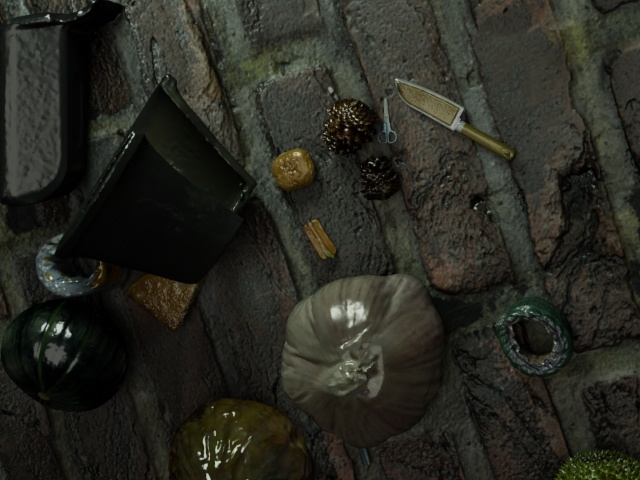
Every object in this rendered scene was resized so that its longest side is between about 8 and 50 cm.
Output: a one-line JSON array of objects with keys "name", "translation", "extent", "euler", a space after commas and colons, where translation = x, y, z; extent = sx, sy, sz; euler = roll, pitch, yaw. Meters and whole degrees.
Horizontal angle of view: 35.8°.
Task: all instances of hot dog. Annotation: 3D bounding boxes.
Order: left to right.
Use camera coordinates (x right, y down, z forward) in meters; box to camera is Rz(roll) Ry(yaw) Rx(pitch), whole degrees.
[{"name": "hot dog", "translation": [0.000, 0.000, 1.843], "extent": [0.037, 0.021, 0.083], "euler": [-29, 88, -4]}]

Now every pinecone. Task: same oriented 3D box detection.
[{"name": "pinecone", "translation": [0.046, -0.202, 1.764], "extent": [0.102, 0.102, 0.109], "euler": [49, 117, 3]}, {"name": "pinecone", "translation": [0.104, -0.112, 1.774], "extent": [0.077, 0.077, 0.083], "euler": [-16, 68, 17]}]

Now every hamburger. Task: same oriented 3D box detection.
[{"name": "hamburger", "translation": [-0.049, -0.130, 1.824], "extent": [0.083, 0.044, 0.076], "euler": [-30, 91, 14]}]

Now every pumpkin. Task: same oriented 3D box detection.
[{"name": "pumpkin", "translation": [-0.490, 0.218, 1.913], "extent": [0.249, 0.216, 0.250], "euler": [2, 129, 3]}]

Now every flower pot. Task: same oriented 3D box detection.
[{"name": "flower pot", "translation": [-0.279, -0.070, 1.774], "extent": [0.251, 0.379, 0.379], "euler": [32, 106, -15]}]

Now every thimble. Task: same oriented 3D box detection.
[{"name": "thimble", "translation": [-0.458, 0.043, 1.920], "extent": [0.151, 0.118, 0.127], "euler": [-1, 95, 17]}, {"name": "thimble", "translation": [0.378, 0.169, 1.734], "extent": [0.118, 0.090, 0.135], "euler": [-36, 86, 14]}]

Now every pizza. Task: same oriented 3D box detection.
[{"name": "pizza", "translation": [-0.292, 0.111, 1.926], "extent": [0.178, 0.041, 0.131], "euler": [-25, 89, 17]}]

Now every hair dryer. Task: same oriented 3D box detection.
[{"name": "hair dryer", "translation": [0.072, 0.390, 1.881], "extent": [0.063, 0.037, 0.114], "euler": [-13, 102, 18]}]

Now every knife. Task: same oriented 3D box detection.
[{"name": "knife", "translation": [0.237, -0.218, 1.745], "extent": [0.256, 0.022, 0.046], "euler": [32, 112, 12]}]

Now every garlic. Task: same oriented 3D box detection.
[{"name": "garlic", "translation": [0.072, 0.201, 1.733], "extent": [0.317, 0.259, 0.318], "euler": [3, 104, 13]}]

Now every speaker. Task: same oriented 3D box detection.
[{"name": "speaker", "translation": [-0.485, -0.256, 1.853], "extent": [0.184, 0.180, 0.389], "euler": [5, 100, 9]}]

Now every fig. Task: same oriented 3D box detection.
[{"name": "fig", "translation": [-0.174, 0.434, 1.785], "extent": [0.286, 0.368, 0.286], "euler": [0, 88, 12]}]

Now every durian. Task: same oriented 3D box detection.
[{"name": "durian", "translation": [0.482, 0.446, 1.720], "extent": [0.198, 0.146, 0.159], "euler": [-13, 93, 13]}]

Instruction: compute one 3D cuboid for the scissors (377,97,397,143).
[{"name": "scissors", "translation": [0.120, -0.216, 1.785], "extent": [0.036, 0.006, 0.083], "euler": [0, 98, 13]}]
